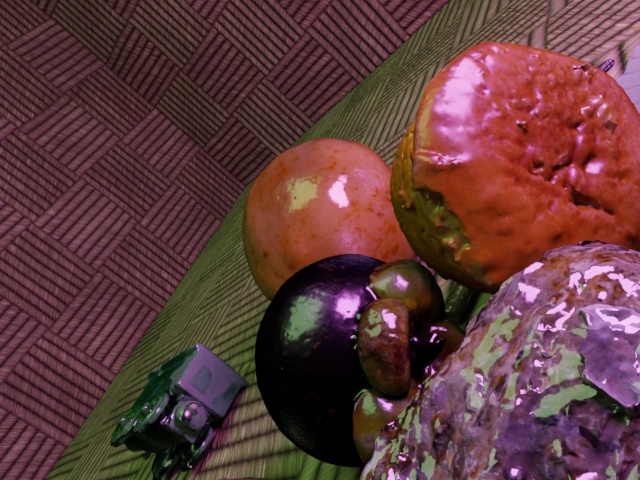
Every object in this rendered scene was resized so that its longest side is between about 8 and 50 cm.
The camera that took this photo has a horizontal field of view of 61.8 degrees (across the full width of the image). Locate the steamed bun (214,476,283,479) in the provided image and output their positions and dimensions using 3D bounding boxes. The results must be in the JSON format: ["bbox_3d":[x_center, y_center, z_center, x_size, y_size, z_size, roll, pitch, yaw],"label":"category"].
[{"bbox_3d":[-0.102,0.315,0.553,0.212,0.110,0.231,-25,-2,-42],"label":"steamed bun"}]

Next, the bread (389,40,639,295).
[{"bbox_3d":[0.197,-0.058,0.522,0.268,0.268,0.145,-54,7,-17],"label":"bread"}]

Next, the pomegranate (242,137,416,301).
[{"bbox_3d":[0.011,-0.007,0.841,0.307,0.307,0.307,-44,17,17],"label":"pomegranate"}]

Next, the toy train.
[{"bbox_3d":[-0.283,0.336,1.038,0.266,0.145,0.202,-34,19,40],"label":"toy train"}]

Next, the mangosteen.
[{"bbox_3d":[0.042,0.124,0.559,0.243,0.243,0.243,-44,17,17],"label":"mangosteen"}]

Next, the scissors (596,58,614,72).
[{"bbox_3d":[0.315,-0.155,0.803,0.317,0.024,0.160,-43,16,7],"label":"scissors"}]

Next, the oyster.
[{"bbox_3d":[0.166,0.124,0.393,0.351,0.162,0.158,-45,-26,-14],"label":"oyster"}]

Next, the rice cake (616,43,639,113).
[{"bbox_3d":[0.412,-0.182,0.585,0.189,0.037,0.198,-55,18,-18],"label":"rice cake"}]

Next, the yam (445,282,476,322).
[{"bbox_3d":[0.193,0.038,0.669,0.145,0.032,0.032,-56,18,-21],"label":"yam"}]
